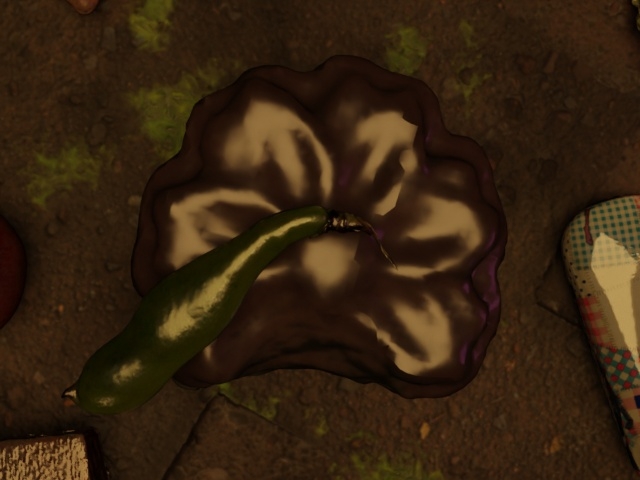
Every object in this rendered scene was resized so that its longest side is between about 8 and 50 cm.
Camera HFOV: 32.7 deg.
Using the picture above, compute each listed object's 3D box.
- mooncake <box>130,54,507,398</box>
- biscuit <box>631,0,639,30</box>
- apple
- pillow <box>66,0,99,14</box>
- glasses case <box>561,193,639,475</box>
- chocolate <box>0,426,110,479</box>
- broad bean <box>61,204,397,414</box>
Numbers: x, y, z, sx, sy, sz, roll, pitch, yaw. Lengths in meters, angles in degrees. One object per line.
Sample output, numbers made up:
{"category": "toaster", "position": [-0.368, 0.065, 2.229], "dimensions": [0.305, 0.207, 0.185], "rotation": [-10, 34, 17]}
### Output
{"category": "mooncake", "position": [0.000, 0.000, 1.093], "dimensions": [0.381, 0.212, 0.350], "rotation": [-6, 89, -4]}
{"category": "biscuit", "position": [0.408, -0.279, 1.146], "dimensions": [0.203, 0.016, 0.144], "rotation": [-39, 72, -1]}
{"category": "apple", "position": [-0.375, 0.031, 1.115], "dimensions": [0.153, 0.120, 0.153], "rotation": [0, 97, 3]}
{"category": "pillow", "position": [-0.265, -0.381, 1.098], "dimensions": [0.223, 0.084, 0.236], "rotation": [32, 92, -5]}
{"category": "glasses case", "position": [0.355, 0.110, 1.175], "dimensions": [0.125, 0.076, 0.327], "rotation": [-20, 96, -3]}
{"category": "chocolate", "position": [-0.388, 0.264, 1.145], "dimensions": [0.321, 0.112, 0.112], "rotation": [-6, 87, -2]}
{"category": "broad bean", "position": [-0.094, 0.060, 0.965], "dimensions": [0.318, 0.056, 0.098], "rotation": [-28, 93, 4]}
